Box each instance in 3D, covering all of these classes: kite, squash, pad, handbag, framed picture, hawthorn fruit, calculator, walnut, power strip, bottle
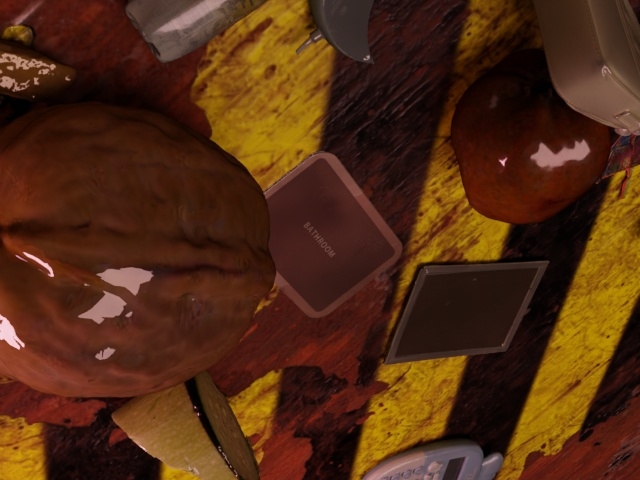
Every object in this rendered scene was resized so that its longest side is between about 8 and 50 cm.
[{"bbox_3d":[0.485,-0.127,1.475,0.190,0.010,0.159,-21,134,-13],"label":"kite"},{"bbox_3d":[-0.169,0.280,1.288,0.133,0.220,0.220,-36,135,-4],"label":"squash"},{"bbox_3d":[0.000,0.000,1.304,0.176,0.002,0.266,-38,135,3],"label":"pad"},{"bbox_3d":[0.341,-0.244,1.143,0.079,0.256,0.219,-27,146,37],"label":"handbag"},{"bbox_3d":[0.233,0.112,1.524,0.252,0.014,0.197,-2,127,-29],"label":"framed picture"},{"bbox_3d":[0.271,-0.117,1.237,0.208,0.208,0.248,-21,146,-13],"label":"hawthorn fruit"},{"bbox_3d":[0.203,0.444,1.765,0.303,0.042,0.188,-6,128,-25],"label":"calculator"},{"bbox_3d":[-0.205,0.015,0.999,0.344,0.306,0.306,14,118,-42],"label":"walnut"},{"bbox_3d":[0.050,-0.288,1.065,0.137,0.044,0.216,21,113,-40],"label":"power strip"},{"bbox_3d":[-0.072,-0.283,0.973,0.270,0.083,0.083,-35,135,-5],"label":"bottle"}]

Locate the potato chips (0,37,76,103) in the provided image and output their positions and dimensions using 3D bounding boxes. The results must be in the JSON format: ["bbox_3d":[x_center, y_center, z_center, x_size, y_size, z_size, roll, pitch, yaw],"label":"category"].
[{"bbox_3d":[-0.421,-0.189,0.852,0.407,0.080,0.057,10,108,-41],"label":"potato chips"}]

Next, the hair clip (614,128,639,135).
[{"bbox_3d":[0.451,-0.212,1.363,0.220,0.054,0.140,-5,134,-23],"label":"hair clip"}]
